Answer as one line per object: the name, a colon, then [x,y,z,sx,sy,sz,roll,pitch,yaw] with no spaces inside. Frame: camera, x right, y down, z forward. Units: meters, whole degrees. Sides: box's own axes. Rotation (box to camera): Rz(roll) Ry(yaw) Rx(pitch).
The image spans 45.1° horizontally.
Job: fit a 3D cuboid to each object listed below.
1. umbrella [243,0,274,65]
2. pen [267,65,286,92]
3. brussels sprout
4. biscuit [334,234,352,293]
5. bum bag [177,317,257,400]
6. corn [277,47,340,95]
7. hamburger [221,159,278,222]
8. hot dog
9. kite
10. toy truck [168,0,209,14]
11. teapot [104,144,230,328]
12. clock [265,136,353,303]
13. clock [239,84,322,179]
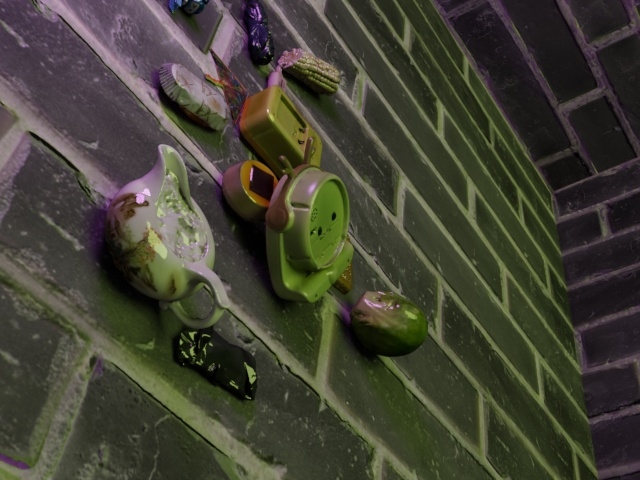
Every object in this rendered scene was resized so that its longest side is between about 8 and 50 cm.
umbrella: [-0.152,-0.542,1.892,0.071,0.071,0.248,28,47,-50]
pen: [-0.106,-0.358,1.866,0.053,0.032,0.197,39,39,-40]
brussels sprout: [0.155,0.193,1.765,0.181,0.143,0.161,29,-7,10]
biscuit: [0.000,0.000,1.778,0.254,0.029,0.172,40,37,-41]
bum bag: [-0.165,0.201,1.308,0.198,0.049,0.087,42,41,-39]
corn: [-0.026,-0.450,2.024,0.211,0.087,0.087,24,49,-53]
hamburger: [-0.138,-0.095,1.555,0.141,0.081,0.126,14,54,-42]
hot dog: [-0.249,-0.283,1.537,0.192,0.053,0.099,30,45,-53]
kite: [-0.203,-0.343,1.707,0.159,0.010,0.189,-2,70,-60]
toy truck: [-0.291,-0.518,1.650,0.090,0.056,0.073,-34,95,-49]
teapot: [-0.241,0.004,1.233,0.204,0.139,0.298,-14,81,-65]
clock: [-0.022,-0.045,1.563,0.235,0.096,0.307,-44,134,-50]
clock: [-0.087,-0.235,1.735,0.202,0.096,0.143,48,30,-32]
